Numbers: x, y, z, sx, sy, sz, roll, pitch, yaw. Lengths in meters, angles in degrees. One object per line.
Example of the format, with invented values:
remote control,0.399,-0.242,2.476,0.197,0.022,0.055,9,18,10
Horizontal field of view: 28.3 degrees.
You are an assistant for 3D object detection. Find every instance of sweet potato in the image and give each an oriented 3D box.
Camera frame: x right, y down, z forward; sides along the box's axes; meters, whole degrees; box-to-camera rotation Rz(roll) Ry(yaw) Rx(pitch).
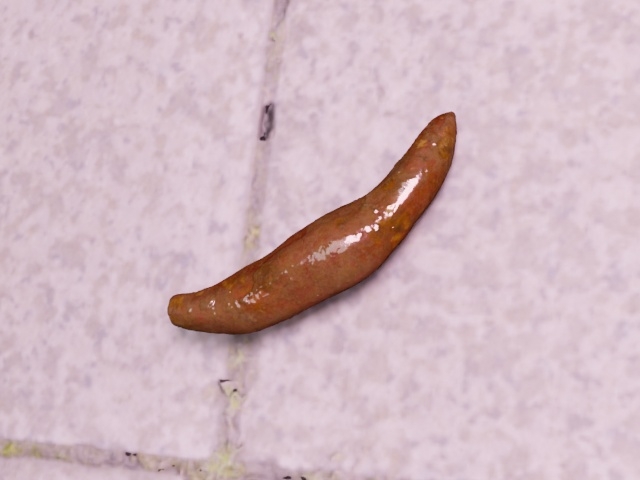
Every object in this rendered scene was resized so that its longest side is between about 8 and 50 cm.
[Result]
sweet potato,0.006,0.005,0.904,0.255,0.058,0.078,-36,45,8
